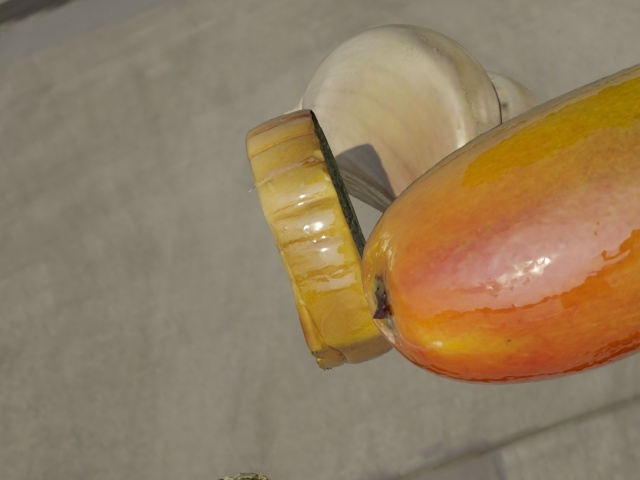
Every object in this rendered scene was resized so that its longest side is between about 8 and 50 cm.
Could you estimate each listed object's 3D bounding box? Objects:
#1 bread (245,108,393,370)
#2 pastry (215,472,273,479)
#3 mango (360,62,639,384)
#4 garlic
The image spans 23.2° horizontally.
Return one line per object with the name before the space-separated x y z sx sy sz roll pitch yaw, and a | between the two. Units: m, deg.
bread | 0.000 0.000 1.350 0.070 0.236 0.236 -19 28 3
pastry | -0.076 0.289 1.516 0.153 0.153 0.081 -15 42 17
mango | 0.156 -0.023 0.751 0.289 0.129 0.146 -31 4 3
garlic | 0.119 -0.113 1.770 0.231 0.246 0.340 5 13 -46
